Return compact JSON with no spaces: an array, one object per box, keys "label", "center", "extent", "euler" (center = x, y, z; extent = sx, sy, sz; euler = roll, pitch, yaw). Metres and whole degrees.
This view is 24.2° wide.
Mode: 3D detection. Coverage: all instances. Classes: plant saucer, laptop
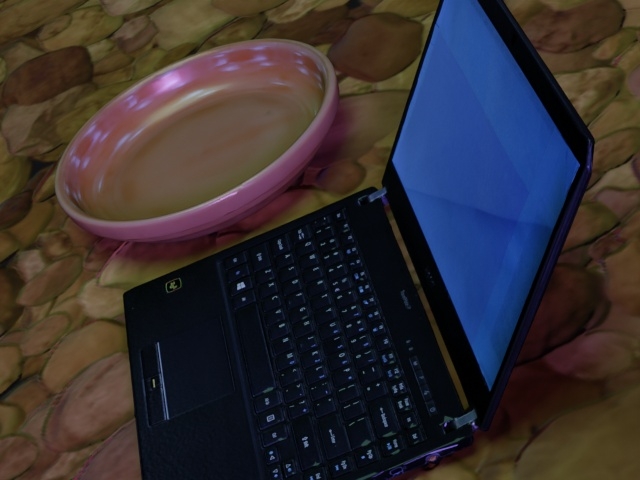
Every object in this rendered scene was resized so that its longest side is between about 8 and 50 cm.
[{"label":"plant saucer","center":[-0.078,-0.062,0.985],"extent":[0.200,0.037,0.200],"euler":[-17,34,12]},{"label":"laptop","center":[0.000,0.000,0.763],"extent":[0.264,0.136,0.234],"euler":[-23,33,4]}]
